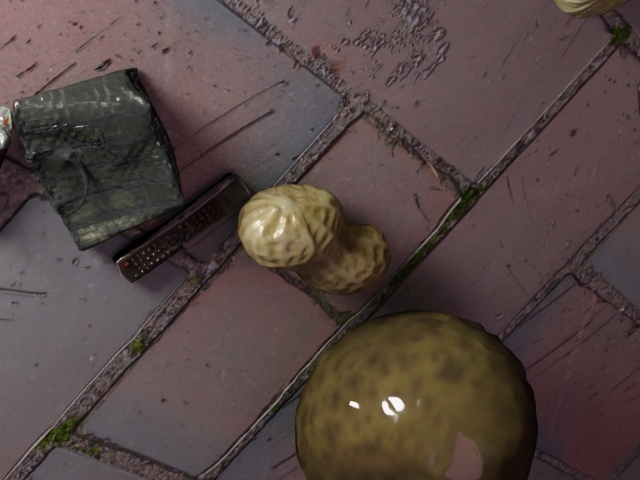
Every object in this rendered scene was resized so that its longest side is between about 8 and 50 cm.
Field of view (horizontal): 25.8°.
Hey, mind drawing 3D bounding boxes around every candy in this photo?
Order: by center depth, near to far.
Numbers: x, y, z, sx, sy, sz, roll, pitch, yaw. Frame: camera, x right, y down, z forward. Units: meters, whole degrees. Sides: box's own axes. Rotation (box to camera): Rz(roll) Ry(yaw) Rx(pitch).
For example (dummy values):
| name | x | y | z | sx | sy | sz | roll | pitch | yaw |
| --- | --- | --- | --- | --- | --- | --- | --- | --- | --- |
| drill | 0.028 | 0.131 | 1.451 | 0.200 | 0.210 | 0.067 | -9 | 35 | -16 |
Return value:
| name | x | y | z | sx | sy | sz | roll | pitch | yaw |
| --- | --- | --- | --- | --- | --- | --- | --- | --- | --- |
| candy | -0.414 | -0.088 | 1.700 | 0.175 | 0.045 | 0.043 | -63 | 167 | 22 |

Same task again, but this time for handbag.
| name | x | y | z | sx | sy | sz | roll | pitch | yaw |
| --- | --- | --- | --- | --- | --- | --- | --- | --- | --- |
| handbag | -0.275 | -0.102 | 1.766 | 0.175 | 0.088 | 0.270 | -22 | 136 | -6 |

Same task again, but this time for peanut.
| name | x | y | z | sx | sy | sz | roll | pitch | yaw |
| --- | --- | --- | --- | --- | --- | --- | --- | --- | --- |
| peanut | 0.000 | 0.000 | 2.014 | 0.136 | 0.120 | 0.298 | -47 | 141 | 12 |

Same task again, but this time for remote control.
| name | x | y | z | sx | sy | sz | roll | pitch | yaw |
| --- | --- | --- | --- | --- | --- | --- | --- | --- | --- |
| remote control | -0.192 | -0.018 | 1.929 | 0.212 | 0.028 | 0.059 | -35 | 142 | -4 |

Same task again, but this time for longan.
| name | x | y | z | sx | sy | sz | roll | pitch | yaw |
| --- | --- | --- | --- | --- | --- | --- | --- | --- | --- |
| longan | 0.158 | 0.298 | 2.193 | 0.391 | 0.391 | 0.391 | -19 | 135 | -21 |

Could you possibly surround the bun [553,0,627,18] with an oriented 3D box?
| name | x | y | z | sx | sy | sz | roll | pitch | yaw |
| --- | --- | --- | --- | --- | --- | --- | --- | --- | --- |
| bun | 0.412 | -0.405 | 1.940 | 0.229 | 0.145 | 0.229 | -21 | 133 | -24 |
